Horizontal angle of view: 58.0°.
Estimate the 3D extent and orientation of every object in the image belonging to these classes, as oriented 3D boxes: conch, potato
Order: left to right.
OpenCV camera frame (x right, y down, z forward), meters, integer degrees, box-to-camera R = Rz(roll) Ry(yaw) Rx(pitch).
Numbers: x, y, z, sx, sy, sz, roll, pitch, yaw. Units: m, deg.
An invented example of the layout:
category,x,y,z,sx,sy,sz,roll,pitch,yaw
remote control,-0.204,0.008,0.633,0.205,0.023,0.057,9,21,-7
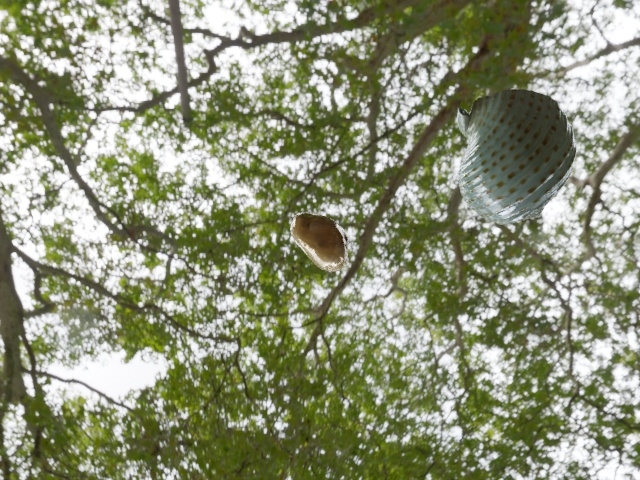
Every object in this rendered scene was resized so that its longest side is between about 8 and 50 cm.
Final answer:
category,x,y,z,sx,sy,sz,roll,pitch,yaw
potato,0.000,0.000,0.707,0.083,0.068,0.062,28,-107,9
conch,0.270,-0.104,0.808,0.200,0.172,0.131,35,-138,-36
